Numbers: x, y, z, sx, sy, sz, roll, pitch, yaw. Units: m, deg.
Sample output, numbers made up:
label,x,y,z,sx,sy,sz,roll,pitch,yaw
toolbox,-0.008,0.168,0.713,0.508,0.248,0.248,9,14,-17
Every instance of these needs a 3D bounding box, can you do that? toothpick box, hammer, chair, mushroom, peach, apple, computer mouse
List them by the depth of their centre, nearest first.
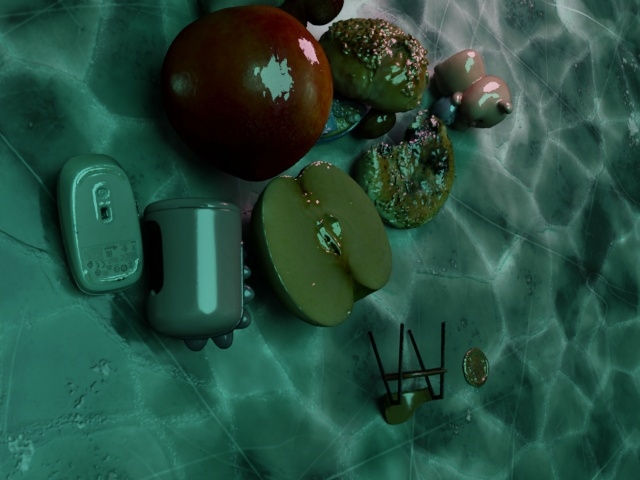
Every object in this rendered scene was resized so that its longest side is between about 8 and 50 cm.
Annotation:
label,x,y,z,sx,sy,sz,roll,pitch,yaw
computer mouse,-0.459,-0.035,1.585,0.159,0.097,0.288,-13,100,-39
toothpick box,-0.257,0.077,1.638,0.229,0.229,0.316,2,81,-36
peach,-0.157,-0.317,1.696,0.388,0.388,0.388,8,77,-35
apple,0.000,0.000,1.807,0.311,0.320,0.360,-29,96,2
hammer,-0.204,-0.680,1.868,0.119,0.206,0.335,33,41,-61
mushroom,-0.027,-0.653,1.921,0.163,0.297,0.278,-5,122,-6
chair,0.234,0.346,1.996,0.158,0.172,0.247,2,73,-37
mushroom,0.146,-0.321,2.073,0.127,0.127,0.087,-33,97,-36

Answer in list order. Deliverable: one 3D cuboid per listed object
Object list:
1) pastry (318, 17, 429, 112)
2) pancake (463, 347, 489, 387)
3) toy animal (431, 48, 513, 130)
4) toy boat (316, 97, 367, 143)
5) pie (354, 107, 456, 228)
label,x,y,z,sx,sy,sz,roll,pitch,yaw
pastry,0.145,-0.479,2.009,0.315,0.184,0.284,25,39,-3
pancake,0.455,0.372,2.239,0.115,0.011,0.115,9,75,-34
toy animal,0.446,-0.445,2.278,0.229,0.210,0.221,1,84,0
toy boat,0.028,-0.316,2.000,0.238,0.098,0.109,-25,99,-38
pie,0.247,-0.182,2.130,0.371,0.078,0.296,-37,115,-30
